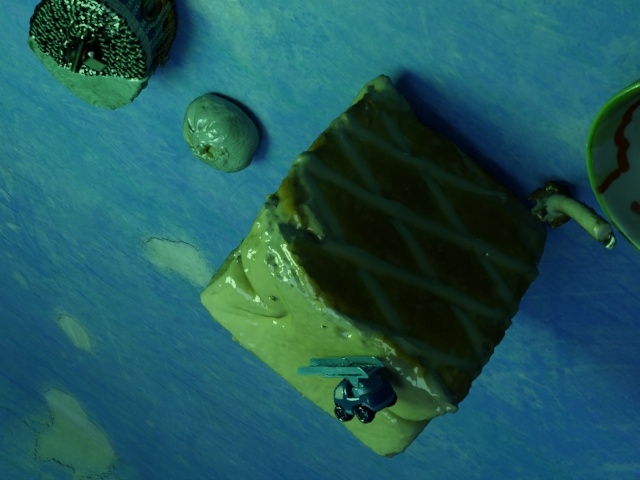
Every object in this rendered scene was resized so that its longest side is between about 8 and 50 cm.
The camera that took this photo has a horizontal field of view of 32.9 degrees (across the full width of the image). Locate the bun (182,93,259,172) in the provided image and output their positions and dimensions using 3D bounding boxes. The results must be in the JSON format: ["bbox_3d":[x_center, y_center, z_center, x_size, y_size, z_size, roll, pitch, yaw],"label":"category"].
[{"bbox_3d":[-0.171,-0.168,1.777,0.140,0.083,0.141,26,147,18],"label":"bun"}]

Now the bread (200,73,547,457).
[{"bbox_3d":[0.089,0.039,1.530,0.390,0.371,0.279,42,148,-4],"label":"bread"}]

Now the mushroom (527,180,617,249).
[{"bbox_3d":[0.331,-0.030,1.429,0.060,0.061,0.187,63,176,-21],"label":"mushroom"}]

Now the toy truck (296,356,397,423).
[{"bbox_3d":[0.031,0.187,1.376,0.136,0.063,0.074,-9,106,47],"label":"toy truck"}]

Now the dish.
[{"bbox_3d":[0.480,-0.086,1.251,0.324,0.124,0.324,32,149,22],"label":"dish"}]

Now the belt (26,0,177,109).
[{"bbox_3d":[-0.337,-0.327,1.686,0.207,0.150,0.257,30,147,-6],"label":"belt"}]
